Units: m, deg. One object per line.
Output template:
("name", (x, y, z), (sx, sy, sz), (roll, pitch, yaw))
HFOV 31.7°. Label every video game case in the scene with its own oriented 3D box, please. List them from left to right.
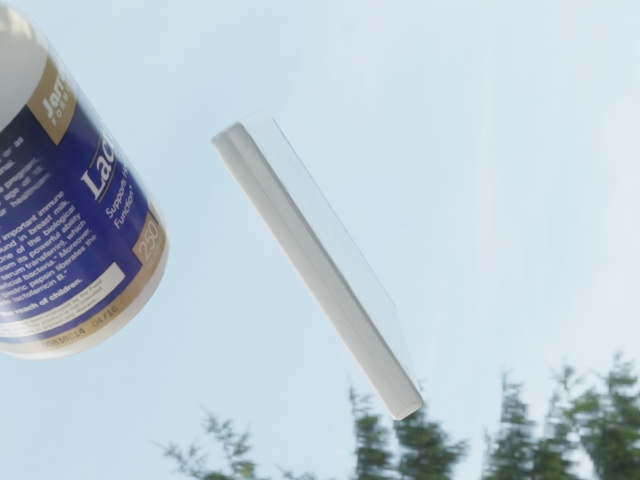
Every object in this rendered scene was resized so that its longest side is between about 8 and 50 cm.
("video game case", (0.000, 0.000, 0.801), (0.204, 0.025, 0.285), (57, -175, -7))

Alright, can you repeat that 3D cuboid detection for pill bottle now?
("pill bottle", (-0.214, -0.055, 0.707), (0.153, 0.153, 0.264), (-64, -35, -30))
